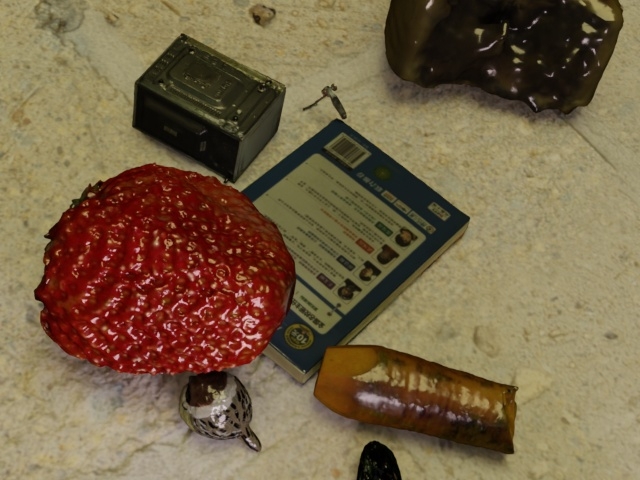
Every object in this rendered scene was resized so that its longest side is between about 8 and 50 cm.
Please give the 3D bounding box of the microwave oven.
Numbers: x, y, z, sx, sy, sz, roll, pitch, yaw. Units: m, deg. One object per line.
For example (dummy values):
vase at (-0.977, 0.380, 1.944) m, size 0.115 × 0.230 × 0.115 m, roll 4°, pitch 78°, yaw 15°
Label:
microwave oven at (-0.181, -0.220, 1.903) m, size 0.205 × 0.129 × 0.163 m, roll 28°, pitch 52°, yaw 9°

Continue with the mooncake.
mooncake at (0.317, -0.379, 2.056) m, size 0.394 × 0.246 × 0.393 m, roll 37°, pitch 46°, yaw 15°

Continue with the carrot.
carrot at (0.142, 0.222, 1.660) m, size 0.301 × 0.114 × 0.114 m, roll 14°, pitch 52°, yaw -3°

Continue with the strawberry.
strawberry at (-0.197, 0.037, 1.587) m, size 0.351 × 0.267 × 0.312 m, roll 12°, pitch 61°, yaw 24°

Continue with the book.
book at (0.000, 0.000, 1.835) m, size 0.300 × 0.039 × 0.428 m, roll 39°, pitch 56°, yaw 17°

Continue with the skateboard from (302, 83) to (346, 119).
skateboard at (0.009, -0.225, 1.993) m, size 0.032 × 0.083 × 0.064 m, roll -33°, pitch 97°, yaw -31°

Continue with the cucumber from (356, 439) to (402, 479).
cucumber at (0.075, 0.397, 1.534) m, size 0.081 × 0.072 × 0.304 m, roll -12°, pitch 49°, yaw 24°

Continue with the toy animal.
toy animal at (-0.130, 0.233, 1.600) m, size 0.137 × 0.098 × 0.098 m, roll 38°, pitch 55°, yaw 10°
